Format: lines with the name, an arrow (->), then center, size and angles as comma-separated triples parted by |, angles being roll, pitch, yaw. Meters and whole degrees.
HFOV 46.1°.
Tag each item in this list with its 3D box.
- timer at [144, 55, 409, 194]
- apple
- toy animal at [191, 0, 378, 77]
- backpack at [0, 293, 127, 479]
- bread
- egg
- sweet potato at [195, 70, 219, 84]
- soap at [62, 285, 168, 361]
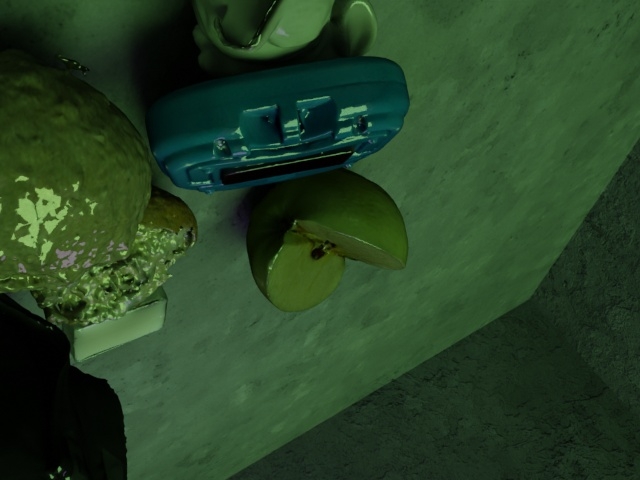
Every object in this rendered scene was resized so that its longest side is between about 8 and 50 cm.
timer -> -0.058, -0.147, 1.017 | 0.339, 0.115, 0.309 | -11, 176, -8
apple -> 0.001, -0.020, 1.410 | 0.295, 0.234, 0.257 | -30, 146, 26
toy animal -> -0.043, -0.299, 0.960 | 0.257, 0.194, 0.357 | -41, 165, 14
backpack -> -0.431, 0.207, 0.986 | 0.254, 0.446, 0.363 | -38, 156, -15
bread -> -0.320, 0.007, 1.136 | 0.274, 0.149, 0.274 | -32, 160, -13
egg -> -0.344, -0.074, 0.838 | 0.310, 0.279, 0.279 | 13, 131, -23
sweet potato -> -0.108, -0.213, 1.147 | 0.081, 0.062, 0.233 | -23, 164, 24
soap -> -0.377, 0.143, 1.385 | 0.183, 0.064, 0.121 | -21, 151, -31
